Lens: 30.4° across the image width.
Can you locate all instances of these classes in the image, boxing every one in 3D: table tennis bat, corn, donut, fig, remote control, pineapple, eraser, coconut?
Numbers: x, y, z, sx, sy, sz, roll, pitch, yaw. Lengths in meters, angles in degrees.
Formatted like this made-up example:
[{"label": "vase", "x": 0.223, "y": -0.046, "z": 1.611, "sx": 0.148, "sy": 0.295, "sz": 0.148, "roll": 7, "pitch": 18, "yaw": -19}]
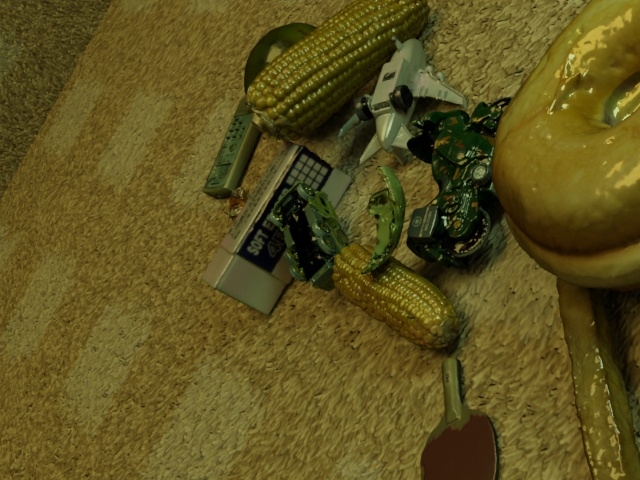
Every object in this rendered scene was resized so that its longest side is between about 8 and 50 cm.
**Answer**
[{"label": "table tennis bat", "x": 0.176, "y": 0.256, "z": 1.531, "sx": 0.131, "sy": 0.022, "sz": 0.234, "roll": -35, "pitch": 39, "yaw": 35}, {"label": "corn", "x": 0.026, "y": -0.311, "z": 2.033, "sx": 0.387, "sy": 0.144, "sz": 0.144, "roll": -44, "pitch": 25, "yaw": -21}, {"label": "donut", "x": 0.394, "y": -0.140, "z": 1.377, "sx": 0.449, "sy": 0.198, "sz": 0.448, "roll": -36, "pitch": 34, "yaw": 29}, {"label": "fig", "x": -0.065, "y": -0.301, "z": 2.196, "sx": 0.225, "sy": 0.203, "sz": 0.203, "roll": 6, "pitch": 68, "yaw": 49}, {"label": "remote control", "x": -0.169, "y": -0.195, "z": 2.411, "sx": 0.098, "sy": 0.038, "sz": 0.233, "roll": -4, "pitch": 61, "yaw": 55}, {"label": "corn", "x": 0.107, "y": 0.083, "z": 1.713, "sx": 0.101, "sy": 0.101, "sz": 0.292, "roll": -57, "pitch": 33, "yaw": 3}, {"label": "pineapple", "x": -0.109, "y": -0.038, "z": 2.139, "sx": 0.069, "sy": 0.137, "sz": 0.116, "roll": -32, "pitch": -3, "yaw": 32}, {"label": "eraser", "x": -0.076, "y": -0.021, "z": 2.034, "sx": 0.287, "sy": 0.130, "sz": 0.086, "roll": -60, "pitch": 28, "yaw": 0}, {"label": "coconut", "x": 0.092, "y": -0.031, "z": 1.687, "sx": 0.133, "sy": 0.055, "sz": 0.158, "roll": -76, "pitch": -3, "yaw": -72}]

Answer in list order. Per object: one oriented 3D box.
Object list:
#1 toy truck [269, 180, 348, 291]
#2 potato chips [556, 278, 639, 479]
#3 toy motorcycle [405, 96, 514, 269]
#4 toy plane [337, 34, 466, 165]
[{"label": "toy truck", "x": 0.000, "y": 0.000, "z": 1.921, "sx": 0.085, "sy": 0.116, "sz": 0.191, "roll": -45, "pitch": 42, "yaw": 22}, {"label": "potato chips", "x": 0.321, "y": 0.170, "z": 1.344, "sx": 0.057, "sy": 0.080, "sz": 0.407, "roll": -27, "pitch": 42, "yaw": 26}, {"label": "toy motorcycle", "x": 0.193, "y": -0.087, "z": 1.713, "sx": 0.187, "sy": 0.125, "sz": 0.274, "roll": -3, "pitch": 61, "yaw": 44}, {"label": "toy plane", "x": 0.130, "y": -0.244, "z": 1.959, "sx": 0.251, "sy": 0.101, "sz": 0.255, "roll": -11, "pitch": 53, "yaw": 36}]
